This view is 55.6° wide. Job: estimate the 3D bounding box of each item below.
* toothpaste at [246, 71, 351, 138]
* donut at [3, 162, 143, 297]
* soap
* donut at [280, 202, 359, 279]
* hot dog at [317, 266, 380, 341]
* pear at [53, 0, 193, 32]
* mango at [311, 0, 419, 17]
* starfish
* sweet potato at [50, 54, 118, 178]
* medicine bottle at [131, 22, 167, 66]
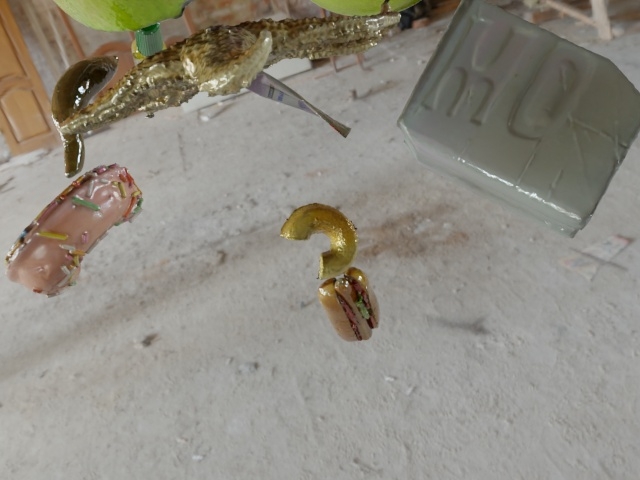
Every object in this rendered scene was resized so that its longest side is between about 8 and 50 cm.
[{"bbox_3d":[-0.067,-0.309,1.331,0.048,0.301,0.075,-62,4,-1],"label":"toothpaste"},{"bbox_3d":[-0.357,-0.012,0.894,0.233,0.085,0.199,-48,5,0],"label":"donut"},{"bbox_3d":[0.412,-0.252,1.249,0.435,0.213,0.350,33,92,17],"label":"soap"},{"bbox_3d":[0.010,-0.006,1.335,0.146,0.181,0.078,-41,1,-4],"label":"donut"},{"bbox_3d":[0.052,0.113,1.010,0.092,0.236,0.062,-27,59,1],"label":"hot dog"},{"bbox_3d":[-0.252,-0.466,0.732,0.399,0.399,0.165,-4,-13,18],"label":"pear"},{"bbox_3d":[0.066,-0.413,0.866,0.273,0.185,0.149,-5,30,44],"label":"mango"},{"bbox_3d":[-0.086,-0.157,0.536,0.302,0.060,0.299,-12,19,21],"label":"starfish"},{"bbox_3d":[-0.486,-0.288,1.235,0.079,0.108,0.346,-14,54,30],"label":"sweet potato"},{"bbox_3d":[-0.342,-0.381,1.221,0.064,0.095,0.260,-48,5,-12],"label":"medicine bottle"}]
